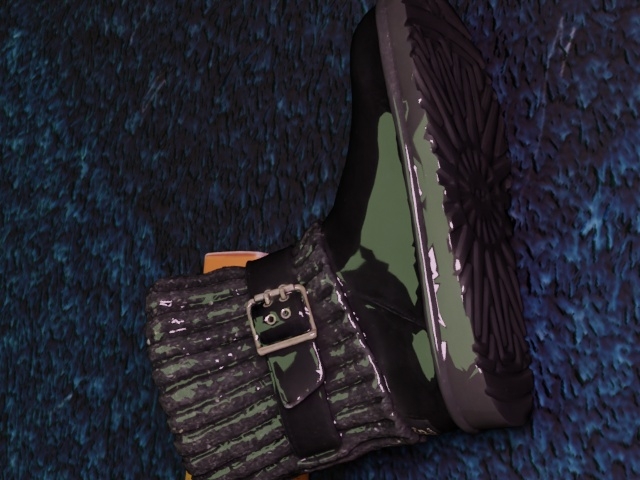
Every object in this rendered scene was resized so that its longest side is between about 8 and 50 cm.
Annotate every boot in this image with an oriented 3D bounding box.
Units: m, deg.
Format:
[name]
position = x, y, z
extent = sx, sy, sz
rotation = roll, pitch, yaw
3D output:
[boot]
position = -0.002, 0.000, 1.402
extent = 0.260, 0.131, 0.348
rotation = -14, 72, 27

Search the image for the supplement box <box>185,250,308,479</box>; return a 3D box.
[supplement box]
position = -0.053, 0.128, 1.532
extent = 0.080, 0.078, 0.233
rotation = -4, 79, 48
